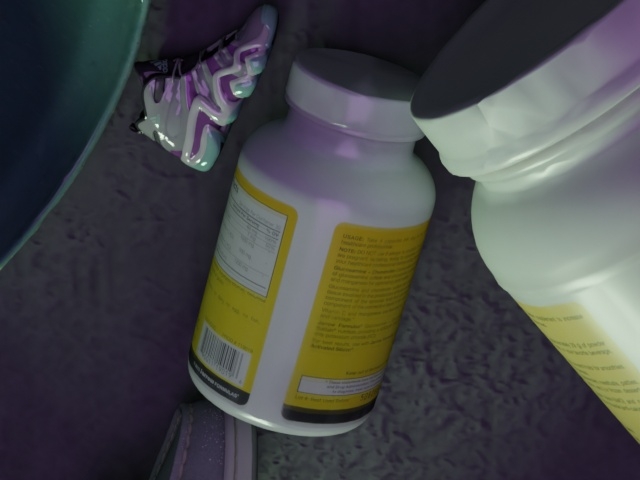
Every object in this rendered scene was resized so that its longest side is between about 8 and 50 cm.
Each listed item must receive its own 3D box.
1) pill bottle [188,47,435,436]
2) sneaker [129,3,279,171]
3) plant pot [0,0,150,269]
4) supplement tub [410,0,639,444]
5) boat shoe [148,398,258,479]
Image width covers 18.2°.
[{"bbox_3d":[0.000,0.000,1.023,0.103,0.103,0.184,15,111,-2],"label":"pill bottle"},{"bbox_3d":[-0.068,-0.089,1.029,0.069,0.038,0.098,26,110,-7],"label":"sneaker"},{"bbox_3d":[-0.249,-0.102,0.931,0.196,0.293,0.293,37,111,18],"label":"plant pot"},{"bbox_3d":[0.223,-0.001,0.934,0.241,0.241,0.331,-37,104,16],"label":"supplement tub"},{"bbox_3d":[-0.121,0.228,1.072,0.103,0.118,0.320,23,91,-11],"label":"boat shoe"}]
